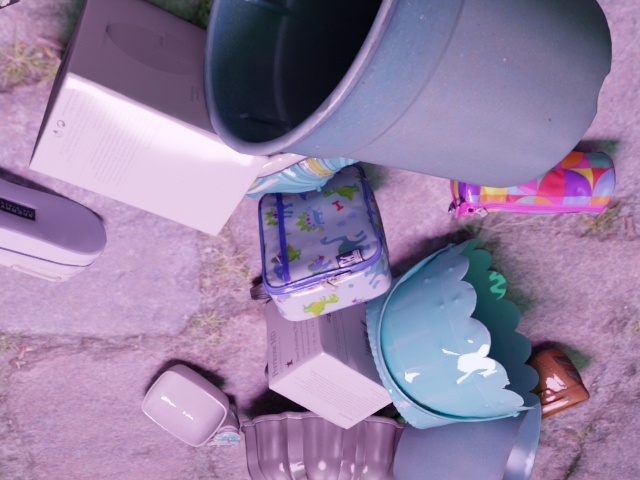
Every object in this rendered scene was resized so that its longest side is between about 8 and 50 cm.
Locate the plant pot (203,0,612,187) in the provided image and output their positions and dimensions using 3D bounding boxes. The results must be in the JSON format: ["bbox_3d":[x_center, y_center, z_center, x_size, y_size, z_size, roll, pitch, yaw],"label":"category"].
[{"bbox_3d":[0.105,-0.214,0.824,0.334,0.341,0.341,13,131,-34],"label":"plant pot"}]

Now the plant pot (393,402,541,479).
[{"bbox_3d":[0.239,0.383,1.328,0.195,0.290,0.290,15,140,26],"label":"plant pot"}]

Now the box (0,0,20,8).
[{"bbox_3d":[-0.384,-0.292,0.874,0.083,0.052,0.062,-17,133,11],"label":"box"}]

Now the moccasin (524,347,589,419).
[{"bbox_3d":[0.353,0.364,1.499,0.380,0.147,0.139,-43,149,25],"label":"moccasin"}]

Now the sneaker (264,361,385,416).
[{"bbox_3d":[-0.008,0.294,1.431,0.261,0.104,0.125,29,126,-29],"label":"sneaker"}]

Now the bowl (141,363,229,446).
[{"bbox_3d":[-0.239,0.293,1.414,0.142,0.053,0.142,36,122,-3],"label":"bowl"}]

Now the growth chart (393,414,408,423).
[{"bbox_3d":[0.194,0.439,1.646,0.172,0.021,0.237,-33,128,23],"label":"growth chart"}]

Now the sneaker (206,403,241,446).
[{"bbox_3d":[-0.182,0.354,1.495,0.065,0.076,0.166,4,158,-16],"label":"sneaker"}]

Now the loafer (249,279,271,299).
[{"bbox_3d":[-0.051,0.043,1.233,0.170,0.062,0.061,-28,91,27],"label":"loafer"}]

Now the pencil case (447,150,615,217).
[{"bbox_3d":[0.300,-0.079,1.122,0.236,0.104,0.104,-2,133,-6],"label":"pencil case"}]

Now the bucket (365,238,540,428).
[{"bbox_3d":[0.205,0.155,1.220,0.183,0.281,0.281,-24,131,22],"label":"bucket"}]

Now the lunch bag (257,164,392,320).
[{"bbox_3d":[0.000,0.000,1.076,0.176,0.219,0.090,-17,132,10],"label":"lunch bag"}]

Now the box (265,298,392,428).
[{"bbox_3d":[0.015,0.178,1.270,0.119,0.181,0.182,-38,126,25],"label":"box"}]

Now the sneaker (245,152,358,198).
[{"bbox_3d":[-0.007,-0.123,1.052,0.275,0.107,0.110,-12,146,20],"label":"sneaker"}]

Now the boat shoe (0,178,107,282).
[{"bbox_3d":[-0.494,-0.025,1.070,0.367,0.136,0.156,22,130,-37],"label":"boat shoe"}]

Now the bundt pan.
[{"bbox_3d":[0.011,0.412,1.449,0.330,0.124,0.331,2,156,1],"label":"bundt pan"}]

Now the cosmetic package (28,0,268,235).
[{"bbox_3d":[-0.191,-0.155,0.906,0.224,0.224,0.138,20,127,-23],"label":"cosmetic package"}]
